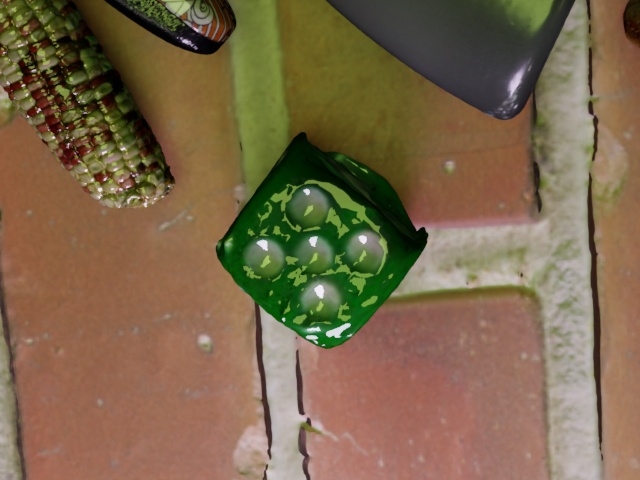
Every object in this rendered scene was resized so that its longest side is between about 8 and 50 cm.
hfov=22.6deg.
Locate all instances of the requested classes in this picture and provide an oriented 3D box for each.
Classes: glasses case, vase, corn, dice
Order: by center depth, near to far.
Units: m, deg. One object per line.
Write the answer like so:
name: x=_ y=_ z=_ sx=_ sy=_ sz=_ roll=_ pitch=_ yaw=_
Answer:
vase: x=0.034 y=-0.228 z=1.173 sx=0.321 sy=0.173 sz=0.173 roll=25 pitch=103 yaw=4
glasses case: x=-0.175 y=-0.237 z=1.216 sx=0.266 sy=0.103 sz=0.067 roll=39 pitch=105 yaw=-5
dice: x=0.000 y=0.000 z=1.238 sx=0.131 sy=0.128 sz=0.120 roll=38 pitch=104 yaw=-4
corn: x=-0.205 y=-0.130 z=1.253 sx=0.086 sy=0.086 sz=0.253 roll=-32 pitch=100 yaw=11

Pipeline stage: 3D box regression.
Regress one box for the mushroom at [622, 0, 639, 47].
mushroom: x=0.275 y=-0.154 z=1.195 sx=0.085 sy=0.109 sz=0.126 roll=-16 pitch=116 yaw=4
